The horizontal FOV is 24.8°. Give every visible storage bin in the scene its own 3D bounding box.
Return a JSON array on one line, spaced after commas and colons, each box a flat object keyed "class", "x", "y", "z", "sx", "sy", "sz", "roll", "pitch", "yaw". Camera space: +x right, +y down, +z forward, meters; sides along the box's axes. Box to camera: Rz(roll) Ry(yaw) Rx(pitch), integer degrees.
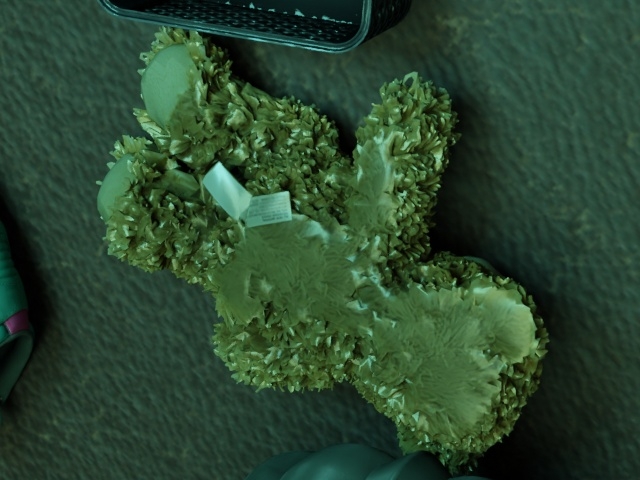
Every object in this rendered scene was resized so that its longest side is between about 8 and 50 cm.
[{"class": "storage bin", "x": -0.038, "y": -0.190, "z": 0.875, "sx": 0.180, "sy": 0.084, "sz": 0.122, "roll": 11, "pitch": 111, "yaw": 17}]

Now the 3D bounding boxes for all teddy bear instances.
[{"class": "teddy bear", "x": 0.000, "y": 0.000, "z": 0.926, "sx": 0.338, "sy": 0.113, "sz": 0.245, "roll": 18, "pitch": 106, "yaw": 23}]

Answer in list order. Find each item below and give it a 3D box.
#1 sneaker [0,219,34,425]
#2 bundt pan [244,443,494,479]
[{"class": "sneaker", "x": -0.319, "y": 0.092, "z": 1.066, "sx": 0.295, "sy": 0.124, "sz": 0.178, "roll": -32, "pitch": 85, "yaw": 26}, {"class": "bundt pan", "x": 0.065, "y": 0.244, "z": 0.911, "sx": 0.331, "sy": 0.124, "sz": 0.331, "roll": 20, "pitch": 144, "yaw": 15}]
